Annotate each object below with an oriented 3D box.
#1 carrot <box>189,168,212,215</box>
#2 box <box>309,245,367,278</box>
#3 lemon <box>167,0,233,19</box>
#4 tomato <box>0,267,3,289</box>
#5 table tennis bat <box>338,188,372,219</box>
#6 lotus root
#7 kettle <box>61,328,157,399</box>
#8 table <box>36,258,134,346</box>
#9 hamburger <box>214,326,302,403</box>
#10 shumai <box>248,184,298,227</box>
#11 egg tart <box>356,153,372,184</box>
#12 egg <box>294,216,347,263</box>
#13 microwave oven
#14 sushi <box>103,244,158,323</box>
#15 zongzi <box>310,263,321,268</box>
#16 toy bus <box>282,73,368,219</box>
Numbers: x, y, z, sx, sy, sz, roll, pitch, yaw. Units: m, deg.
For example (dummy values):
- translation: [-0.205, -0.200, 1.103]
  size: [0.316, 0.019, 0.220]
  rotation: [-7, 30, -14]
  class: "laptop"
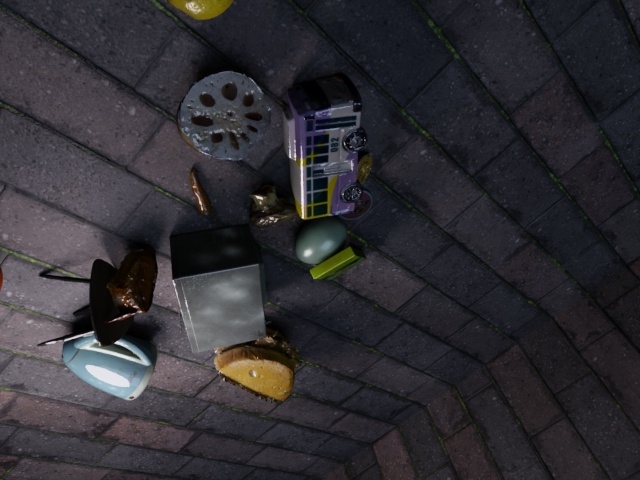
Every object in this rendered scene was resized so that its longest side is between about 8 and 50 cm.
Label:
- translation: [-0.425, -0.167, 1.740]
  size: [0.047, 0.047, 0.191]
  rotation: [-17, 128, -4]
  class: "carrot"
- translation: [0.080, 0.096, 2.025]
  size: [0.186, 0.047, 0.335]
  rotation: [-31, 170, 9]
  class: "box"
- translation: [-0.294, -0.659, 1.249]
  size: [0.193, 0.180, 0.181]
  rotation: [-53, 135, -16]
  class: "lemon"
- translation: [-1.178, 0.129, 1.596]
  size: [0.255, 0.256, 0.225]
  rotation: [-10, 149, -11]
  class: "tomato"
- translation: [0.095, -0.145, 1.949]
  size: [0.244, 0.040, 0.153]
  rotation: [3, 130, -28]
  class: "table tennis bat"
- translation: [-0.296, -0.365, 1.492]
  size: [0.271, 0.192, 0.273]
  rotation: [-2, 96, -20]
  class: "lotus root"
- translation: [-0.856, 0.463, 2.012]
  size: [0.319, 0.247, 0.342]
  rotation: [-35, 127, 29]
  class: "kettle"
- translation: [-0.879, 0.254, 1.849]
  size: [0.248, 0.318, 0.318]
  rotation: [-9, 134, 6]
  class: "table"
- translation: [-0.249, 0.529, 2.269]
  size: [0.286, 0.268, 0.445]
  rotation: [-36, 128, 16]
  class: "hamburger"
- translation: [-0.182, -0.126, 1.807]
  size: [0.161, 0.209, 0.153]
  rotation: [-34, 107, -40]
  class: "shumai"
- translation: [0.147, -0.265, 1.832]
  size: [0.129, 0.049, 0.129]
  rotation: [-45, 151, -33]
  class: "egg tart"
- translation: [0.000, 0.000, 1.950]
  size: [0.230, 0.168, 0.168]
  rotation: [-33, 133, 17]
  class: "egg"
- translation: [-0.383, 0.190, 1.938]
  size: [0.373, 0.236, 0.432]
  rotation: [-9, 133, -11]
  class: "microwave oven"
- translation: [-0.677, 0.156, 1.796]
  size: [0.179, 0.297, 0.166]
  rotation: [-5, 167, 34]
  class: "sushi"
- translation: [-0.026, 0.115, 2.144]
  size: [0.076, 0.040, 0.083]
  rotation: [22, 138, -26]
  class: "zongzi"
- translation: [0.005, -0.304, 1.651]
  size: [0.249, 0.209, 0.440]
  rotation: [-9, 134, -11]
  class: "toy bus"
